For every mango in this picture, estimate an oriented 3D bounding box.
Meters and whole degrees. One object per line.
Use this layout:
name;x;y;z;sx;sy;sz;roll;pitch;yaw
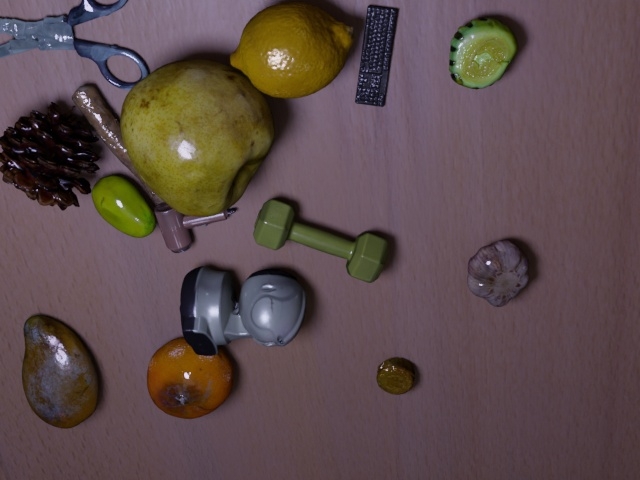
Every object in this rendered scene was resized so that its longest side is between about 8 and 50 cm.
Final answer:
mango;-0.676;0.337;2.026;0.193;0.146;0.316;-8;105;9
mango;-0.446;-0.072;1.773;0.117;0.089;0.163;-25;104;44

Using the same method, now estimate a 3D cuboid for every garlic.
garlic;0.397;0.067;1.769;0.147;0.102;0.159;-26;127;5

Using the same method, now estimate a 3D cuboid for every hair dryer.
hair dryer;-0.279;-0.044;1.803;0.182;0.064;0.117;-12;118;7

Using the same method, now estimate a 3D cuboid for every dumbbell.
dumbbell;0.000;0.000;1.766;0.302;0.121;0.108;19;91;-5

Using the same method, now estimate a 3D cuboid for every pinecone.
pinecone;-0.569;-0.185;1.664;0.222;0.221;0.221;3;121;5

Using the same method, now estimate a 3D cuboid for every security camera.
security camera;-0.172;0.155;1.828;0.277;0.191;0.197;0;151;6

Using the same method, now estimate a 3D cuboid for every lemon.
lemon;-0.053;-0.365;1.513;0.244;0.187;0.186;-13;119;0

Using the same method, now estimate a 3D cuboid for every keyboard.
keyboard;0.112;-0.369;1.591;0.061;0.013;0.204;8;121;2

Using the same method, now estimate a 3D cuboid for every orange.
orange;-0.328;0.351;1.973;0.224;0.170;0.224;3;120;6

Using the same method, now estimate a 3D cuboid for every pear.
pear;-0.253;-0.211;1.569;0.304;0.304;0.303;3;121;5

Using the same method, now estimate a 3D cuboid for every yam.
yam;-0.428;-0.210;1.713;0.066;0.066;0.299;-29;113;21

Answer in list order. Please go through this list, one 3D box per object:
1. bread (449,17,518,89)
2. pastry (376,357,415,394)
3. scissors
bread;0.314;-0.366;1.538;0.130;0.071;0.139;8;119;-2
pastry;0.190;0.341;1.976;0.097;0.057;0.109;-16;116;17
scissors;-0.555;-0.420;1.624;0.384;0.029;0.255;-4;121;6
